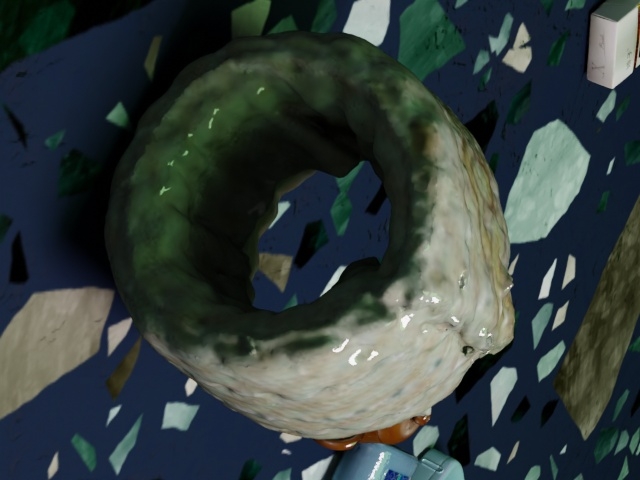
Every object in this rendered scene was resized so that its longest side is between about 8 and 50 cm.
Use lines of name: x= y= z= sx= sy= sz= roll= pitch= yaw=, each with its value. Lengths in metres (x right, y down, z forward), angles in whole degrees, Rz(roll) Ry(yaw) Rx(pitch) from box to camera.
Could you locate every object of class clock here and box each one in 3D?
clock: x=0.116 y=0.309 z=2.103 sx=0.108 sy=0.045 sz=0.147 roll=-46 pitch=147 yaw=-29

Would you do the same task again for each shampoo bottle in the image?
shampoo bottle: x=0.012 y=0.321 z=1.922 sx=0.258 sy=0.061 sz=0.104 roll=-63 pitch=150 yaw=-2

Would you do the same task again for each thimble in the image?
thimble: x=0.000 y=0.000 z=1.418 sx=0.291 sy=0.291 sz=0.195 roll=-61 pitch=152 yaw=-6

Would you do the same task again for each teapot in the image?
teapot: x=0.056 y=0.150 z=1.812 sx=0.173 sy=0.116 sz=0.116 roll=-36 pitch=140 yaw=-40

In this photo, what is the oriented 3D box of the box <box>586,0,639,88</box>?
box: x=0.342 y=-0.237 z=2.050 sx=0.154 sy=0.040 sz=0.084 roll=-40 pitch=144 yaw=-39
